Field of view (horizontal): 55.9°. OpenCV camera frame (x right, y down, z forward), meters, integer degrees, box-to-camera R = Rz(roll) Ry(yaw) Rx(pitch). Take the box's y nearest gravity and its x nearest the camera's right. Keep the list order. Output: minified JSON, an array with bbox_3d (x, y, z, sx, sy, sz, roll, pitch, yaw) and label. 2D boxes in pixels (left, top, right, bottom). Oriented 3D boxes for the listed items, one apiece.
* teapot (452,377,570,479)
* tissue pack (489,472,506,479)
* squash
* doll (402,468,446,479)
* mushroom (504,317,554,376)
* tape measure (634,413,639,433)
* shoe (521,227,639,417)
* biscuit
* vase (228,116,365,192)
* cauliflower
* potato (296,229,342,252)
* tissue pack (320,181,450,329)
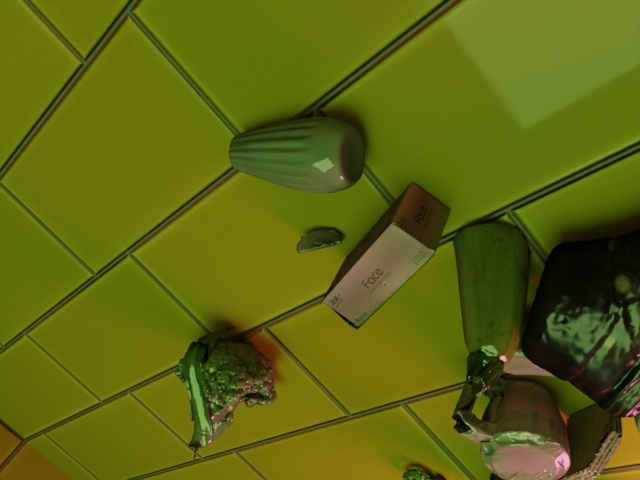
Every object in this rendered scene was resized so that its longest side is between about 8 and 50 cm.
[{"bbox_3d":[0.377,0.368,1.205,0.222,0.178,0.163,6,126,14],"label":"teapot"},{"bbox_3d":[0.537,0.672,1.307,0.362,0.259,0.122,4,130,21],"label":"tissue pack"},{"bbox_3d":[0.299,0.125,1.022,0.137,0.287,0.137,3,155,1],"label":"squash"},{"bbox_3d":[0.283,0.649,1.548,0.115,0.050,0.190,-23,111,29],"label":"doll"},{"bbox_3d":[0.430,0.214,1.099,0.270,0.118,0.103,17,167,14],"label":"mushroom"},{"bbox_3d":[0.673,0.284,1.046,0.235,0.115,0.207,-26,112,28],"label":"tape measure"},{"bbox_3d":[0.469,0.072,0.931,0.237,0.171,0.383,32,120,19],"label":"shoe"},{"bbox_3d":[0.497,0.423,1.209,0.046,0.147,0.250,35,130,-7],"label":"biscuit"},{"bbox_3d":[-0.050,-0.150,1.045,0.248,0.128,0.128,7,128,32],"label":"vase"},{"bbox_3d":[-0.241,0.365,1.436,0.257,0.239,0.315,16,87,16],"label":"cauliflower"},{"bbox_3d":[-0.001,-0.001,1.194,0.093,0.036,0.037,-14,82,13],"label":"potato"},{"bbox_3d":[0.114,0.030,1.086,0.093,0.148,0.246,36,130,-3],"label":"tissue pack"}]
